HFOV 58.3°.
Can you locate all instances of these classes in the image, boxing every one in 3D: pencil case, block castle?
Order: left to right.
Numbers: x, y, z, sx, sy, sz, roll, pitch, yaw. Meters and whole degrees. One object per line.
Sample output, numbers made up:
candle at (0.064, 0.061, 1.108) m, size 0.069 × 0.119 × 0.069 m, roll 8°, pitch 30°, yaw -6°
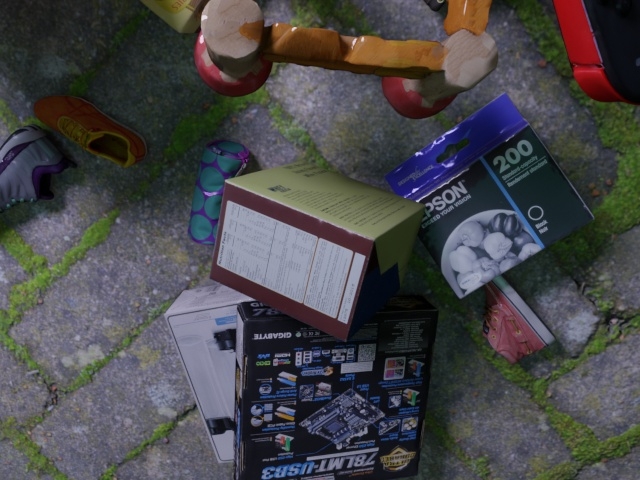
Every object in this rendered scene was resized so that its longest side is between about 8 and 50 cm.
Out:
pencil case at (-0.151, -0.069, 0.848) m, size 0.070 × 0.064 × 0.152 m, roll 27°, pitch 114°, yaw 24°
block castle at (0.026, -0.365, 0.572) m, size 0.303 × 0.213 × 0.453 m, roll 4°, pitch 97°, yaw -9°

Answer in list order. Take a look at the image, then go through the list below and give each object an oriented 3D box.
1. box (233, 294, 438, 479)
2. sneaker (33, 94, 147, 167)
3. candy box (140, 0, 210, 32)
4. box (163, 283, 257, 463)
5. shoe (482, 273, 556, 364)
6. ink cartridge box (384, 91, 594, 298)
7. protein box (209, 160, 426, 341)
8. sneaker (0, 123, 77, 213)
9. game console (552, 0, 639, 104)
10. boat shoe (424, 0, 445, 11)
box at (0.020, 0.234, 0.868) m, size 0.295 × 0.073 × 0.293 m, roll -2°, pitch 107°, yaw -16°
sneaker at (-0.340, -0.163, 0.837) m, size 0.175 × 0.067 × 0.064 m, roll 23°, pitch 113°, yaw 0°
candy box at (-0.236, -0.434, 0.710) m, size 0.316 × 0.087 × 0.183 m, roll 39°, pitch 110°, yaw -7°
box at (-0.121, 0.214, 0.937) m, size 0.169 × 0.087 × 0.290 m, roll -10°, pitch 109°, yaw 11°
shoe at (0.268, 0.109, 0.858) m, size 0.081 × 0.063 × 0.178 m, roll -39°, pitch 104°, yaw 16°
ink cartridge box at (0.221, -0.061, 0.784) m, size 0.206 × 0.045 × 0.208 m, roll -35°, pitch 85°, yaw 18°
protein box at (0.000, 0.000, 0.753) m, size 0.201 × 0.200 × 0.136 m, roll 22°, pitch 113°, yaw 20°
sneaker at (-0.478, -0.071, 0.884) m, size 0.223 × 0.083 × 0.098 m, roll -41°, pitch 105°, yaw 18°
game console at (0.344, -0.353, 0.553) m, size 0.386 × 0.060 × 0.342 m, roll -37°, pitch 116°, yaw -20°
boat shoe at (0.214, -0.367, 0.682) m, size 0.227 × 0.081 × 0.069 m, roll -30°, pitch 106°, yaw 24°
